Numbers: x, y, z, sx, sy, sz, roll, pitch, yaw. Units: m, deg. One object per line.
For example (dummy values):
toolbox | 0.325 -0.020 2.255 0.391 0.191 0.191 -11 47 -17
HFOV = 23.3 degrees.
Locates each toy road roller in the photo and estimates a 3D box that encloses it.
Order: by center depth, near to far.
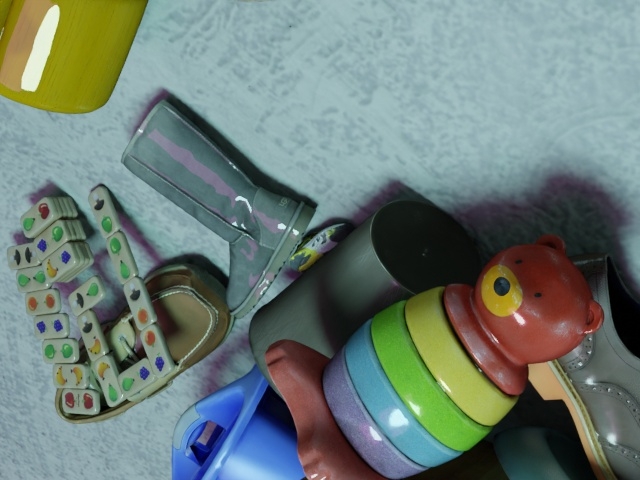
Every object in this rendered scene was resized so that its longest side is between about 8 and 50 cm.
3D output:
toy road roller | -0.310 -0.216 1.442 0.240 0.329 0.202 27 114 6

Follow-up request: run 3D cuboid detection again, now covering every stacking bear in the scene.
stacking bear | 0.121 0.108 1.434 0.289 0.175 0.164 -36 142 18

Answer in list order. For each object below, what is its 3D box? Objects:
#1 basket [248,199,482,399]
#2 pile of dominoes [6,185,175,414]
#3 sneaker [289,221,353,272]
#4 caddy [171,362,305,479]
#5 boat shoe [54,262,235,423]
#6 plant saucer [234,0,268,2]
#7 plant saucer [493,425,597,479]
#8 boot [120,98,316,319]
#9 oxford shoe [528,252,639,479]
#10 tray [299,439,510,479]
basket | 0.059 0.076 1.606 0.204 0.154 0.227 38 134 1
pile of dominoes | -0.282 0.076 1.791 0.196 0.040 0.251 -34 71 35
sneaker | 0.000 0.000 1.659 0.083 0.035 0.031 -32 117 23
caddy | -0.084 0.248 1.783 0.179 0.241 0.341 29 139 -4
boat shoe | -0.216 0.140 1.854 0.122 0.120 0.324 42 138 -8
plant saucer | -0.094 -0.357 1.380 0.310 0.050 0.310 17 134 19
plant saucer | 0.306 0.294 1.577 0.317 0.317 0.044 40 102 -6
boot | -0.127 -0.031 1.678 0.208 0.076 0.189 29 124 -4
oxford shoe | 0.324 0.163 1.536 0.133 0.130 0.364 -27 116 32
tray | 0.104 0.276 1.585 0.203 0.411 0.076 16 102 19
